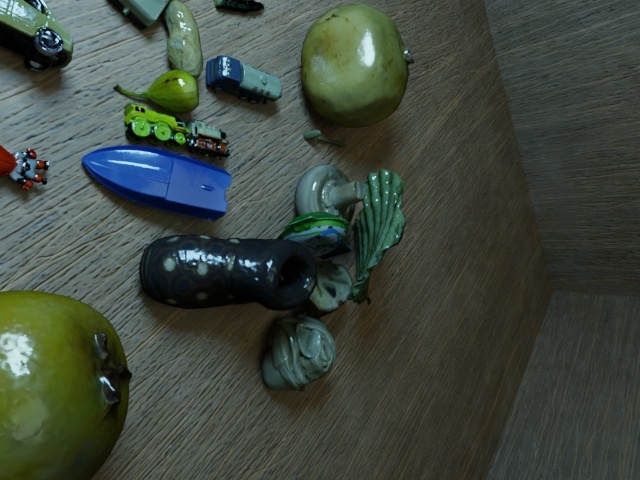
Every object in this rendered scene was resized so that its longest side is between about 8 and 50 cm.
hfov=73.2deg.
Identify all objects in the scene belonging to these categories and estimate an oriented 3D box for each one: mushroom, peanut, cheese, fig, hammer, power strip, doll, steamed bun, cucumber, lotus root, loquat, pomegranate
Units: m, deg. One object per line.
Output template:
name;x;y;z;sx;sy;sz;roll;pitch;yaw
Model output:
mushroom;0.040;-0.119;1.227;0.207;0.215;0.208;8;79;-43
peanut;-0.309;-0.449;0.965;0.080;0.080;0.175;-14;96;-46
cheese;0.000;0.000;1.164;0.320;0.203;0.083;42;33;-63
fig;-0.348;-0.331;0.939;0.166;0.093;0.093;7;83;-9
hammer;0.033;-0.315;1.342;0.195;0.060;0.028;-1;89;-51
power strip;-0.355;-0.577;0.923;0.105;0.070;0.257;37;65;-38
doll;-0.548;-0.134;0.718;0.169;0.057;0.109;11;79;-45
steamed bun;-0.041;0.312;1.182;0.218;0.144;0.211;10;83;-45
cucumber;-0.200;-0.608;1.114;0.163;0.043;0.039;-17;139;-44
lotus root;-0.007;0.134;1.241;0.260;0.074;0.170;3;66;-49
loquat;-0.470;0.239;0.635;0.359;0.328;0.329;-14;103;-2
pomegranate;0.106;-0.494;1.239;0.332;0.332;0.333;1;88;-46

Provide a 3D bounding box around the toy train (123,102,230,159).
toy train;-0.312;-0.241;0.975;0.249;0.053;0.085;4;81;-47

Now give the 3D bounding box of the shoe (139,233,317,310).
shoe;-0.183;0.075;0.969;0.384;0.237;0.171;9;83;-46

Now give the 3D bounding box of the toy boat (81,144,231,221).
toy boat;-0.346;-0.131;0.921;0.295;0.088;0.129;13;80;-35

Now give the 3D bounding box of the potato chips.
potato chips;0.139;0.000;1.239;0.389;0.097;0.373;-85;-172;-50

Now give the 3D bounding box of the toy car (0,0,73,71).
toy car;-0.540;-0.388;0.702;0.256;0.101;0.125;18;73;-44

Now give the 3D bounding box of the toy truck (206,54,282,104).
toy truck;-0.184;-0.398;1.086;0.201;0.088;0.074;3;88;-46
